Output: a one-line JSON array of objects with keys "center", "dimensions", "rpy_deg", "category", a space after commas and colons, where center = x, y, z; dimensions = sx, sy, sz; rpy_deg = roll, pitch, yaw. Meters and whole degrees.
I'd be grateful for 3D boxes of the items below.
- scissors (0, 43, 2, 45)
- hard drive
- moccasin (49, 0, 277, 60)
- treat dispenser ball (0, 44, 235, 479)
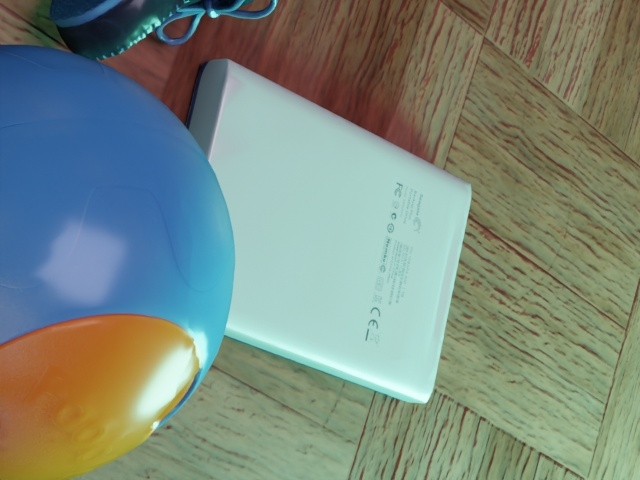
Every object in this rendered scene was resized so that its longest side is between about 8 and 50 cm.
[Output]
[{"center": [-0.307, -0.148, 1.286], "dimensions": [0.297, 0.021, 0.109], "rpy_deg": [44, 63, -35], "category": "scissors"}, {"center": [0.000, 0.000, 1.576], "dimensions": [0.318, 0.040, 0.210], "rpy_deg": [24, 73, -43], "category": "hard drive"}, {"center": [-0.070, -0.234, 1.440], "dimensions": [0.342, 0.138, 0.117], "rpy_deg": [-48, 126, -33], "category": "moccasin"}, {"center": [-0.200, 0.016, 1.201], "dimensions": [0.288, 0.288, 0.288], "rpy_deg": [0, 91, -45], "category": "treat dispenser ball"}]
